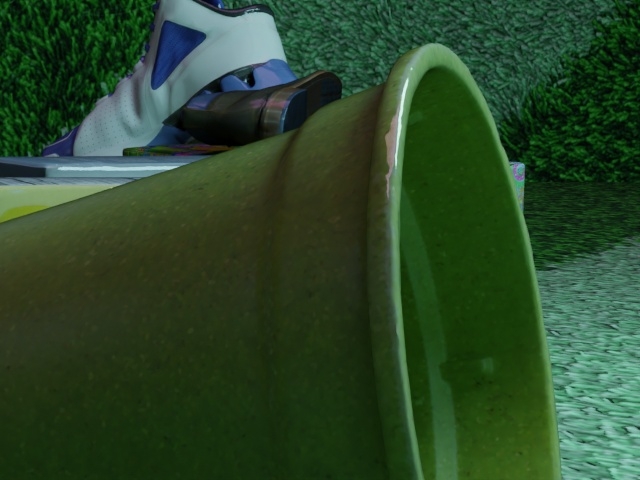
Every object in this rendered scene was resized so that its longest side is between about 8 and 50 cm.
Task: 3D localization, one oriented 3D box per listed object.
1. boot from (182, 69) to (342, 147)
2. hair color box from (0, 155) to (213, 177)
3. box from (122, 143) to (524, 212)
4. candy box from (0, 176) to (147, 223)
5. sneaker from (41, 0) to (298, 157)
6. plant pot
[{"bbox_3d":[-0.049,-0.127,1.619,0.106,0.082,0.219,7,9,16],"label":"boot"},{"bbox_3d":[-0.070,0.026,1.351,0.374,0.185,0.113,-2,6,-32],"label":"hair color box"},{"bbox_3d":[0.000,0.000,1.657,0.290,0.177,0.279,-3,8,-42],"label":"box"},{"bbox_3d":[-0.093,0.049,1.132,0.316,0.183,0.087,-2,6,-30],"label":"candy box"},{"bbox_3d":[-0.153,-0.170,1.803,0.315,0.182,0.127,-21,-21,29],"label":"sneaker"},{"bbox_3d":[-0.047,0.071,0.742,0.254,0.276,0.276,-8,3,18],"label":"plant pot"}]
